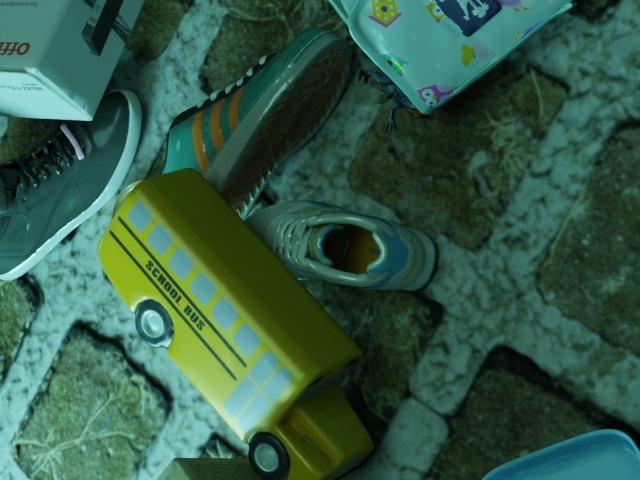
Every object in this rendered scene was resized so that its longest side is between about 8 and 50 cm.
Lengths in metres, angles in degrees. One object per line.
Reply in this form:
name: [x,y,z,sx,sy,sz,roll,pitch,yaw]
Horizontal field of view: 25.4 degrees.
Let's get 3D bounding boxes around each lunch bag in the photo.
lunch bag: [0.113,-0.282,1.380,0.223,0.160,0.262,-38,73,18]

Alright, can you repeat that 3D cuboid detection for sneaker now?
sneaker: [-0.338,-0.073,1.645,0.296,0.147,0.104,-44,58,17]
sneaker: [-0.094,-0.123,1.513,0.302,0.108,0.121,-50,62,17]
sneaker: [0.000,0.000,1.435,0.229,0.092,0.087,5,85,36]

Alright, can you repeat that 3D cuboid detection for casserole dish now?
casserole dish: [0.225,0.240,1.267,0.188,0.037,0.114,-26,67,28]

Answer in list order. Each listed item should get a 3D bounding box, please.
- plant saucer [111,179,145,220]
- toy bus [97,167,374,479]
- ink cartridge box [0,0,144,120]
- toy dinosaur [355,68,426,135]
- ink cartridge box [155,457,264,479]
plant saucer: [-0.204,-0.027,1.625,0.083,0.015,0.083,-7,76,32]
toy bus: [-0.074,0.090,1.402,0.332,0.108,0.130,47,123,17]
ink cartridge box: [-0.317,-0.282,1.651,0.197,0.114,0.272,6,66,35]
toy dinosaur: [0.077,-0.156,1.448,0.082,0.047,0.090,22,82,17]
ink cartridge box: [-0.040,0.315,1.335,0.088,0.193,0.234,-51,57,17]
